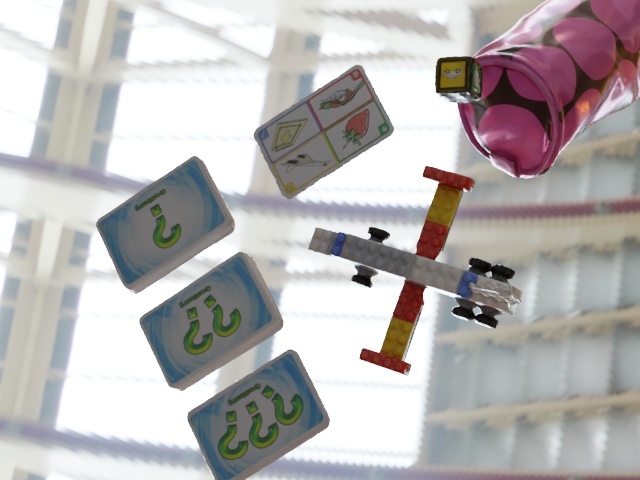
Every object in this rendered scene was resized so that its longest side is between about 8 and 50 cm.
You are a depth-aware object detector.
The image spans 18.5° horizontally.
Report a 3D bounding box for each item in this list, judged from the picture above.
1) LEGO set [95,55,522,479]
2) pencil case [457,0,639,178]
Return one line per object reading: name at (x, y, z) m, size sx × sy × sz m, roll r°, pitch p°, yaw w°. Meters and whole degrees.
LEGO set at (0.000, 0.000, 1.075) m, size 0.244 × 0.060 × 0.182 m, roll -32°, pitch -112°, yaw 13°
pencil case at (0.171, -0.112, 1.304) m, size 0.095 × 0.098 × 0.209 m, roll 30°, pitch -141°, yaw 24°
